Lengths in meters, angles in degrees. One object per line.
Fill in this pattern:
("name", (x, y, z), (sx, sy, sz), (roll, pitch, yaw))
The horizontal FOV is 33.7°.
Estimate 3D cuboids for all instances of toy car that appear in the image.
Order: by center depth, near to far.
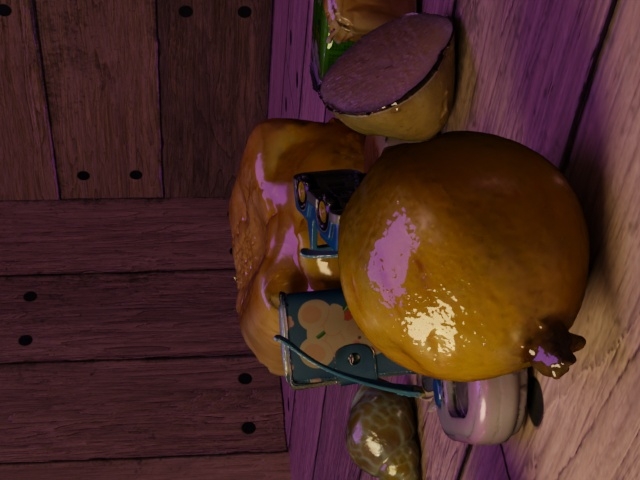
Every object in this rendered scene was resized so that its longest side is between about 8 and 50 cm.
("toy car", (0.033, -0.027, 1.334), (0.191, 0.097, 0.100), (-133, 41, -62))

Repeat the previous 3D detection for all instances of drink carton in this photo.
("drink carton", (0.045, -0.379, 1.743), (0.161, 0.108, 0.271), (-105, 15, -60))

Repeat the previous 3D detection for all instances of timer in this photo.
("timer", (0.161, 0.105, 1.098), (0.191, 0.069, 0.209), (134, 135, -79))

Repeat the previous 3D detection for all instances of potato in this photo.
("potato", (0.103, -0.179, 1.295), (0.117, 0.182, 0.202), (55, 167, -31))

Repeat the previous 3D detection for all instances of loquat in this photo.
("loquat", (0.130, 0.026, 0.879), (0.246, 0.213, 0.213), (52, 150, 37))

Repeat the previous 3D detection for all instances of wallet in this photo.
("wallet", (0.043, 0.131, 1.474), (0.059, 0.202, 0.141), (-156, 61, -80))

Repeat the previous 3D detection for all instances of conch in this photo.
("conch", (0.093, 0.275, 1.534), (0.173, 0.106, 0.116), (-74, -27, -45))

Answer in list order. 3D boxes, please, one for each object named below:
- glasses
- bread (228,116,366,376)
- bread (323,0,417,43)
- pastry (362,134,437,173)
("glasses", (0.071, 0.083, 1.272), (0.088, 0.220, 0.190), (-58, -15, -68))
("bread", (0.000, 0.000, 1.672), (0.394, 0.250, 0.361), (117, 148, -67))
("bread", (0.066, -0.400, 1.479), (0.107, 0.136, 0.241), (-150, 58, -81))
("pastry", (0.107, -0.094, 1.405), (0.166, 0.088, 0.166), (179, 90, -84))
